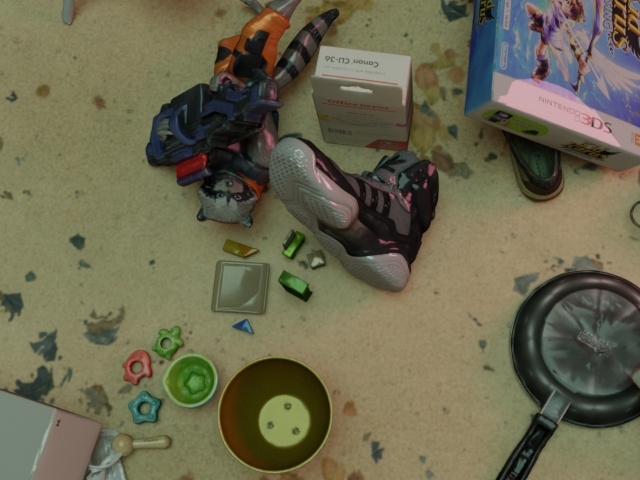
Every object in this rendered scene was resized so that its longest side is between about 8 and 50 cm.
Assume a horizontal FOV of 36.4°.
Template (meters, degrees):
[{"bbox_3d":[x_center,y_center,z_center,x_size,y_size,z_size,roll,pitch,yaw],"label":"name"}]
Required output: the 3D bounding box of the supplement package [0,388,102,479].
[{"bbox_3d":[-0.374,0.236,1.163,0.179,0.105,0.105,12,74,24],"label":"supplement package"}]

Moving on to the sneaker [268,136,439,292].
[{"bbox_3d":[0.050,-0.065,1.167,0.101,0.268,0.153,14,63,45],"label":"sneaker"}]

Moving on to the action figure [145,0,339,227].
[{"bbox_3d":[-0.074,-0.173,1.209,0.178,0.341,0.330,19,82,-29],"label":"action figure"}]

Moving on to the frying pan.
[{"bbox_3d":[0.276,0.162,1.170,0.326,0.053,0.197,-33,73,-7],"label":"frying pan"}]

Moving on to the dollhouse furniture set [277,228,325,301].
[{"bbox_3d":[0.000,0.000,1.234,0.076,0.058,0.152,30,79,12],"label":"dollhouse furniture set"}]

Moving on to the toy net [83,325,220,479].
[{"bbox_3d":[-0.233,0.216,1.204,0.122,0.045,0.232,43,83,14],"label":"toy net"}]

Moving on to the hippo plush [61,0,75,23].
[{"bbox_3d":[-0.262,-0.454,1.262,0.236,0.234,0.294,23,73,44],"label":"hippo plush"}]

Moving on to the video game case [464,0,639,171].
[{"bbox_3d":[0.303,-0.247,1.207,0.244,0.061,0.270,16,71,-25],"label":"video game case"}]

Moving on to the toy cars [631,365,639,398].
[{"bbox_3d":[0.547,0.201,1.105,0.393,0.087,0.177,9,112,10],"label":"toy cars"}]

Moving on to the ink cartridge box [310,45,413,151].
[{"bbox_3d":[0.055,-0.181,1.207,0.115,0.198,0.067,8,75,8],"label":"ink cartridge box"}]

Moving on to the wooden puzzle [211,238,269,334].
[{"bbox_3d":[-0.102,0.059,1.253,0.078,0.014,0.116,9,75,13],"label":"wooden puzzle"}]

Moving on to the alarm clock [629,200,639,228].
[{"bbox_3d":[0.479,-0.047,1.201,0.192,0.064,0.129,-12,73,5],"label":"alarm clock"}]

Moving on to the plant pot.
[{"bbox_3d":[-0.048,0.212,1.160,0.134,0.095,0.134,-2,74,6],"label":"plant pot"}]

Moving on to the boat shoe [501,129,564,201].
[{"bbox_3d":[0.262,-0.162,1.245,0.080,0.073,0.224,-14,75,-1],"label":"boat shoe"}]
